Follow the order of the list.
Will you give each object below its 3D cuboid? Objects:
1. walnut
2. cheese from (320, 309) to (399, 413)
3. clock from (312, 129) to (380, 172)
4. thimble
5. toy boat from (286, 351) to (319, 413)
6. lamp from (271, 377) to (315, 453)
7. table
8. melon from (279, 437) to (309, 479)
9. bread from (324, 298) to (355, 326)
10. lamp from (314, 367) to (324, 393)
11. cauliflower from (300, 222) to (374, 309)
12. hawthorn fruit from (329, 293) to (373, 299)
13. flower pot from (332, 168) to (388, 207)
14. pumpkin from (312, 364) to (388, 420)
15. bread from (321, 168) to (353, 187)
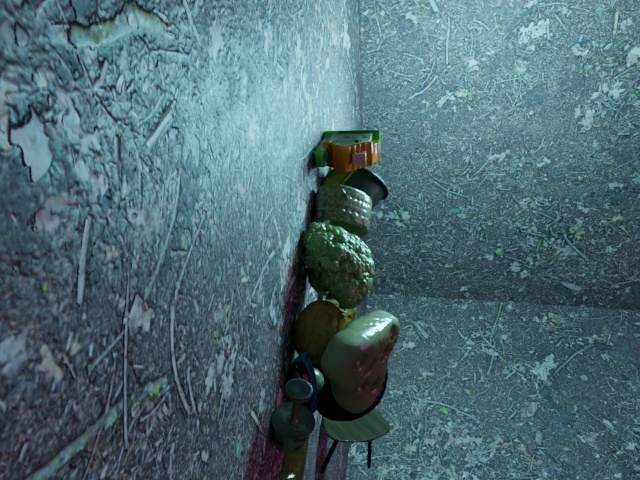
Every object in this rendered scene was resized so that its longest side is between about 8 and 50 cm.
[{"bbox_3d":[-0.003,0.283,1.597,0.159,0.159,0.207,77,27,-58],"label":"walnut"},{"bbox_3d":[0.094,0.392,1.548,0.328,0.129,0.351,2,111,-58],"label":"cheese"},{"bbox_3d":[0.099,-0.319,1.857,0.255,0.219,0.106,-67,155,-62],"label":"clock"},{"bbox_3d":[0.082,-0.099,1.861,0.229,0.195,0.148,40,50,-61],"label":"thimble"},{"bbox_3d":[-0.048,0.432,1.531,0.097,0.100,0.223,-34,131,-54],"label":"toy boat"},{"bbox_3d":[-0.070,0.467,1.362,0.121,0.121,0.215,-70,171,-60],"label":"lamp"},{"bbox_3d":[0.104,0.906,2.323,0.317,0.317,0.249,-64,169,-66],"label":"table"},{"bbox_3d":[-0.080,0.654,1.550,0.118,0.064,0.210,78,20,-59],"label":"melon"},{"bbox_3d":[0.059,0.349,2.050,0.253,0.142,0.228,33,67,-81],"label":"bread"},{"bbox_3d":[-0.050,0.441,1.637,0.163,0.091,0.091,52,39,-51],"label":"lamp"},{"bbox_3d":[0.033,0.085,1.684,0.250,0.272,0.275,-45,-161,38],"label":"cauliflower"},{"bbox_3d":[0.139,0.222,2.276,0.162,0.203,0.163,3,90,-90],"label":"hawthorn fruit"},{"bbox_3d":[0.139,-0.194,2.186,0.166,0.269,0.269,-60,162,-17],"label":"flower pot"},{"bbox_3d":[0.087,0.476,1.829,0.238,0.315,0.315,-151,-117,-82],"label":"pumpkin"},{"bbox_3d":[0.070,-0.262,1.974,0.065,0.187,0.149,43,36,-13],"label":"bread"}]
